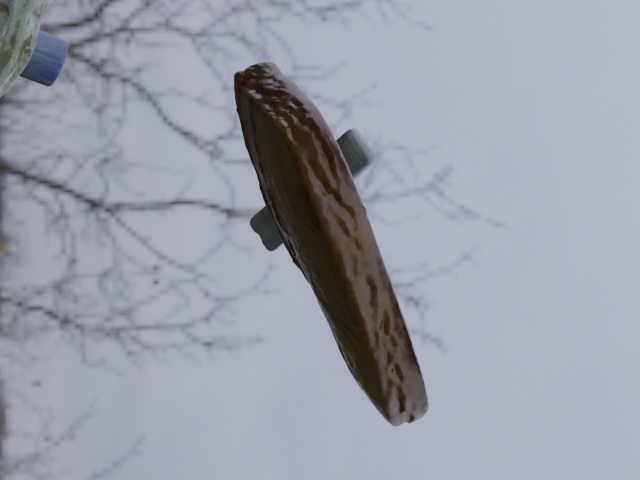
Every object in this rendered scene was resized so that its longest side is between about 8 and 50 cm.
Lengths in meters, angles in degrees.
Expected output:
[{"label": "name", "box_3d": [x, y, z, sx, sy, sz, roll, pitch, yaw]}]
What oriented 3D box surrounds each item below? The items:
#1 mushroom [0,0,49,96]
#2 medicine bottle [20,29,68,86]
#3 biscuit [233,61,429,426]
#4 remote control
[{"label": "mushroom", "box_3d": [-0.242, -0.200, 0.954, 0.189, 0.164, 0.267, 15, -49, 40]}, {"label": "medicine bottle", "box_3d": [-0.391, -0.234, 1.762, 0.059, 0.231, 0.059, -45, -145, 43]}, {"label": "biscuit", "box_3d": [-0.002, 0.001, 1.271, 0.277, 0.052, 0.262, -126, -165, -65]}, {"label": "remote control", "box_3d": [-0.013, -0.057, 1.873, 0.184, 0.027, 0.050, -42, -104, 27]}]
